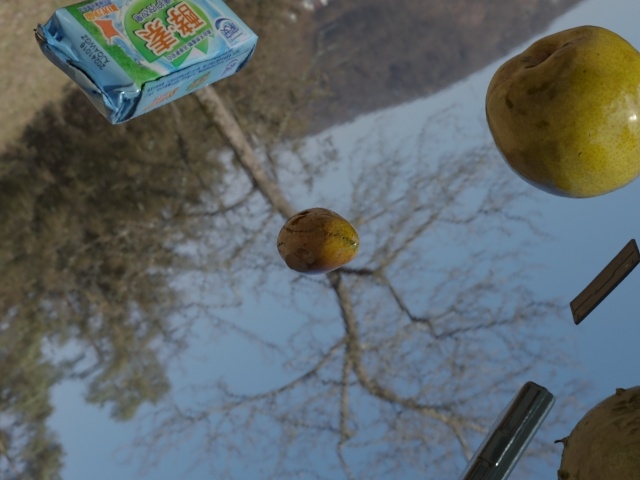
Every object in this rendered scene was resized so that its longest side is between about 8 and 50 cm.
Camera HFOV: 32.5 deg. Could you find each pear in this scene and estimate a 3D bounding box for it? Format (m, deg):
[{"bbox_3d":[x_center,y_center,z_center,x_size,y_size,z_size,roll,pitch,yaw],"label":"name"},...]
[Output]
[{"bbox_3d":[0.309,-0.147,1.321,0.209,0.208,0.209,-28,-170,5],"label":"pear"}]

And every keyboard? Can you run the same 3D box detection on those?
[{"bbox_3d":[0.430,0.064,1.663,0.155,0.010,0.053,-53,-158,33],"label":"keyboard"}]

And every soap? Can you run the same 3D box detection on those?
[{"bbox_3d":[-0.210,-0.247,1.375,0.293,0.156,0.077,-34,166,-44],"label":"soap"}]

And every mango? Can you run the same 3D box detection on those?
[{"bbox_3d":[0.000,0.000,1.053,0.077,0.063,0.127,-12,-176,-14],"label":"mango"}]

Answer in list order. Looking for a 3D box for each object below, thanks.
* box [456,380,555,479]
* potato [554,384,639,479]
[{"bbox_3d":[0.224,0.303,1.462,0.230,0.050,0.160,-51,168,-25],"label":"box"},{"bbox_3d":[0.413,0.263,1.078,0.270,0.219,0.359,3,180,-33],"label":"potato"}]
